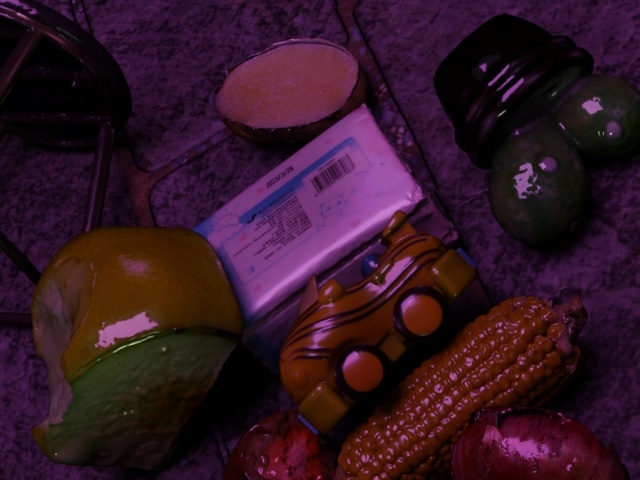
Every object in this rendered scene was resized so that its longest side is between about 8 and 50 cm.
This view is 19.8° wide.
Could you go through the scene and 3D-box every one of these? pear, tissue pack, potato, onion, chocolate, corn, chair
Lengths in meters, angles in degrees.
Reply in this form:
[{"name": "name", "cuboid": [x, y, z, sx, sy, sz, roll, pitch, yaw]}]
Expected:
[{"name": "pear", "cuboid": [-0.233, 0.086, 2.078, 0.286, 0.176, 0.282, -58, 33, 37]}, {"name": "tissue pack", "cuboid": [-0.001, -0.002, 2.098, 0.271, 0.124, 0.201, -37, 45, 6]}, {"name": "potato", "cuboid": [-0.030, -0.167, 2.272, 0.200, 0.081, 0.164, 2, 51, 30]}, {"name": "onion", "cuboid": [0.201, 0.241, 1.748, 0.184, 0.184, 0.147, -2, 40, 32]}, {"name": "chocolate", "cuboid": [-0.036, 0.246, 1.945, 0.127, 0.124, 0.133, -11, 24, 37]}, {"name": "corn", "cuboid": [0.145, 0.165, 1.886, 0.322, 0.119, 0.119, -38, 46, 4]}, {"name": "chair", "cuboid": [-0.449, -0.077, 2.293, 0.365, 0.362, 0.410, 2, 56, 34]}]

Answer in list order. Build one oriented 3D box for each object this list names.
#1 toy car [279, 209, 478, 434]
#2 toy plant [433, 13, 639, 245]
[{"name": "toy car", "cuboid": [0.046, 0.082, 1.932, 0.142, 0.200, 0.248, 45, 84, 5]}, {"name": "toy plant", "cuboid": [0.238, -0.127, 2.019, 0.218, 0.175, 0.235, -41, 71, -8]}]
